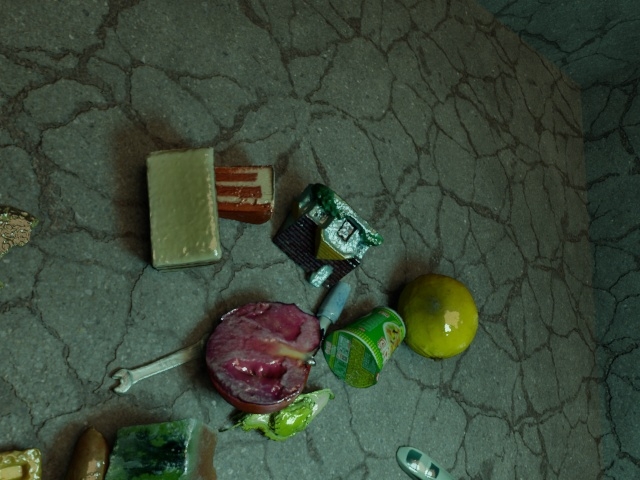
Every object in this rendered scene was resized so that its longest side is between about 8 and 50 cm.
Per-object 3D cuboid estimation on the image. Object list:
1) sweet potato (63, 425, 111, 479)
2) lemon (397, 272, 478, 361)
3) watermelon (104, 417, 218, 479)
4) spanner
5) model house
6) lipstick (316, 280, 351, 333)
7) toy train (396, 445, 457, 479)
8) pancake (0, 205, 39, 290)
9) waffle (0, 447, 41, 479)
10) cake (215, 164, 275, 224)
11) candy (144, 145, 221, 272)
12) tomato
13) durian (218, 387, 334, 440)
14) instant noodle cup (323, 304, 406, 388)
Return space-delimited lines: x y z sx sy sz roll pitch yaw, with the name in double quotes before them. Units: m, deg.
"sweet potato" -0.516 0.610 1.150 0.109 0.109 0.385 6 77 -36
"lemon" 0.404 0.263 1.826 0.297 0.297 0.296 10 73 -35
"watermelon" -0.331 0.550 1.219 0.302 0.151 0.264 24 60 -55
"spanner" -0.396 0.317 1.369 0.302 0.017 0.071 -16 88 -39
"model house" 0.000 0.000 1.650 0.280 0.230 0.248 41 82 -19
"lipstick" 0.016 0.252 1.670 0.068 0.061 0.274 45 55 -22
"toy train" 0.417 0.841 1.811 0.407 0.088 0.086 44 57 -19
"pancake" -0.726 0.010 1.196 0.190 0.020 0.184 -33 99 -37
"waffle" -0.666 0.577 1.073 0.168 0.057 0.274 2 78 -38
"cake" -0.264 -0.136 1.566 0.262 0.159 0.158 1 76 -2
"candy" -0.362 -0.084 1.390 0.180 0.135 0.320 -4 80 -11
"tomato" -0.159 0.324 1.450 0.290 0.176 0.334 20 50 5
"durian" -0.100 0.502 1.493 0.375 0.132 0.106 -6 55 -36
"instant noodle cup" 0.160 0.329 1.689 0.233 0.207 0.207 -29 97 -46
